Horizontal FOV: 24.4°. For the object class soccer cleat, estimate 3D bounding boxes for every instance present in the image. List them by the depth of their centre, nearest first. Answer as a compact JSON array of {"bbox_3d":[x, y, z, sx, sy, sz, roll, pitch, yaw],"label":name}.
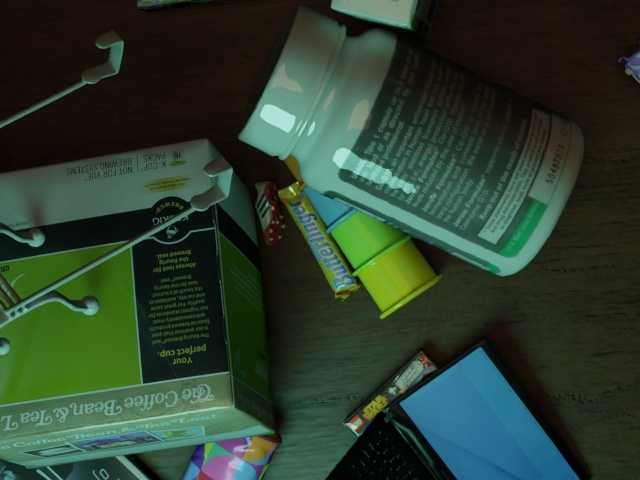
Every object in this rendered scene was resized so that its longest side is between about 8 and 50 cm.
[{"bbox_3d":[-0.067,-0.035,1.860,0.035,0.029,0.083,15,117,44],"label":"soccer cleat"}]

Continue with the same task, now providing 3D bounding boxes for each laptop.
[{"bbox_3d":[0.163,0.298,1.773,0.136,0.264,0.234,-30,101,45],"label":"laptop"}]

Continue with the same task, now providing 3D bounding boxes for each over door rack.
[{"bbox_3d":[-0.287,-0.048,1.636,0.324,0.108,0.239,-36,68,-16],"label":"over door rack"}]

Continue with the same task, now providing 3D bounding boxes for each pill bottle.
[{"bbox_3d":[0.101,-0.119,1.704,0.361,0.204,0.204,25,97,-9],"label":"pill bottle"}]

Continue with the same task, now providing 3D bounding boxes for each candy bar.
[{"bbox_3d":[0.000,0.000,1.856,0.040,0.018,0.162,-29,89,9],"label":"candy bar"}]

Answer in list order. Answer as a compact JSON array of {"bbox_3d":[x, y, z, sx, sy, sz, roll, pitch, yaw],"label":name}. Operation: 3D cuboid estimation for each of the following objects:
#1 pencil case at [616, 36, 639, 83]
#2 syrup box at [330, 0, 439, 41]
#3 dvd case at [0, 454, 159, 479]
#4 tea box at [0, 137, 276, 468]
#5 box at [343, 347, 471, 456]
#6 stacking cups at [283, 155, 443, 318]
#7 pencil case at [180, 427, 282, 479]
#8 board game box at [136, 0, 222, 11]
[{"bbox_3d":[0.441,-0.160,1.749,0.088,0.086,0.206,-36,88,1],"label":"pencil case"},{"bbox_3d":[0.084,-0.293,1.714,0.096,0.237,0.093,15,96,9],"label":"syrup box"},{"bbox_3d":[-0.338,0.311,1.918,0.238,0.029,0.179,43,99,4],"label":"dvd case"},{"bbox_3d":[-0.246,0.083,1.753,0.328,0.220,0.324,-8,73,9],"label":"tea box"},{"bbox_3d":[0.109,0.215,1.850,0.137,0.027,0.094,-43,89,8],"label":"box"},{"bbox_3d":[0.025,-0.057,1.823,0.096,0.096,0.316,-36,83,9],"label":"stacking cups"},{"bbox_3d":[-0.141,0.322,1.858,0.104,0.104,0.236,30,96,5],"label":"pencil case"},{"bbox_3d":[-0.151,-0.367,1.838,0.170,0.048,0.141,-6,91,8],"label":"board game box"}]
